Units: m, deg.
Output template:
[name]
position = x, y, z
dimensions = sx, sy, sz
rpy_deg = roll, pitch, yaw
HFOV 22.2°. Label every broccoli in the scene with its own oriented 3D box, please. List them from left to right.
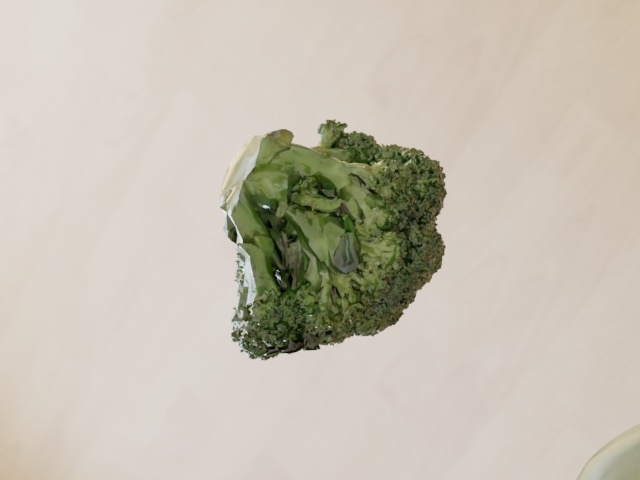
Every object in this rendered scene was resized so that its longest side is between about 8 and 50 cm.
[broccoli]
position = 0.000, 0.000, 1.120
dimensions = 0.156, 0.195, 0.195
rpy_deg = 28, 133, -23

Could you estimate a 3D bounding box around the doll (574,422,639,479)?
[doll]
position = 0.180, 0.108, 0.581
dimensions = 0.275, 0.113, 0.155
rpy_deg = -25, 113, 10
